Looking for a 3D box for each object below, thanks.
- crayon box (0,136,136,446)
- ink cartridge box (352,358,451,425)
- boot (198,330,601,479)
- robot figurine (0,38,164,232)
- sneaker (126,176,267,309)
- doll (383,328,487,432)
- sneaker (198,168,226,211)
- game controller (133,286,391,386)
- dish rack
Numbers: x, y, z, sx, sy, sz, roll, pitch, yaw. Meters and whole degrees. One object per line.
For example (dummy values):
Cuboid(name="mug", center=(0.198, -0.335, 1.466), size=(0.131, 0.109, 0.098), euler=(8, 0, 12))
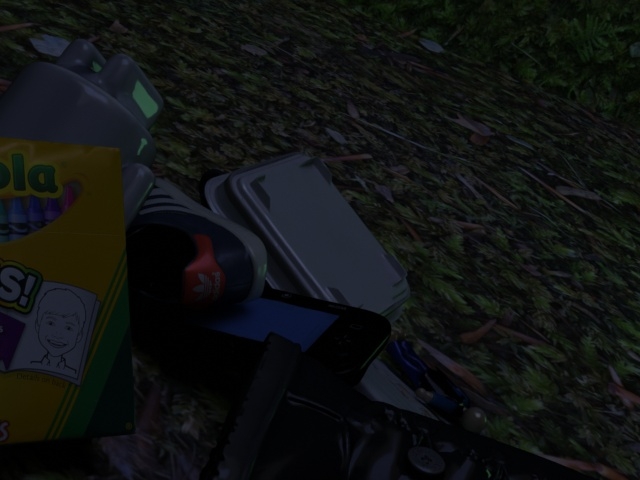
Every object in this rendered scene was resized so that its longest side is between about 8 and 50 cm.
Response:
Cuboid(name="crayon box", center=(-0.374, 0.053, 1.082), size=(0.363, 0.106, 0.313), euler=(2, 80, -39))
Cuboid(name="ink cartridge box", center=(0.111, 0.249, 1.441), size=(0.275, 0.060, 0.239), euler=(44, 6, 30))
Cuboid(name="boot", center=(0.093, 0.311, 1.038), size=(0.445, 0.146, 0.367), euler=(28, 43, -4))
Cuboid(name="robot figurine", center=(-0.342, -0.078, 1.341), size=(0.300, 0.353, 0.200), euler=(23, -18, 32))
Cuboid(name="sneaker", center=(-0.234, -0.001, 1.409), size=(0.350, 0.131, 0.148), euler=(18, 21, 41))
Cuboid(name="doll", center=(0.164, 0.209, 1.559), size=(0.189, 0.046, 0.129), euler=(44, 16, 18))
Cuboid(name="sneaker", center=(-0.108, -0.039, 1.738), size=(0.211, 0.080, 0.081), euler=(41, 22, 5))
Cuboid(name="game controller", center=(-0.074, 0.111, 1.369), size=(0.319, 0.067, 0.166), euler=(12, 37, 24))
Cuboid(name="dish rack", center=(0.000, 0.000, 1.653), size=(0.333, 0.072, 0.285), euler=(53, 30, 7))
